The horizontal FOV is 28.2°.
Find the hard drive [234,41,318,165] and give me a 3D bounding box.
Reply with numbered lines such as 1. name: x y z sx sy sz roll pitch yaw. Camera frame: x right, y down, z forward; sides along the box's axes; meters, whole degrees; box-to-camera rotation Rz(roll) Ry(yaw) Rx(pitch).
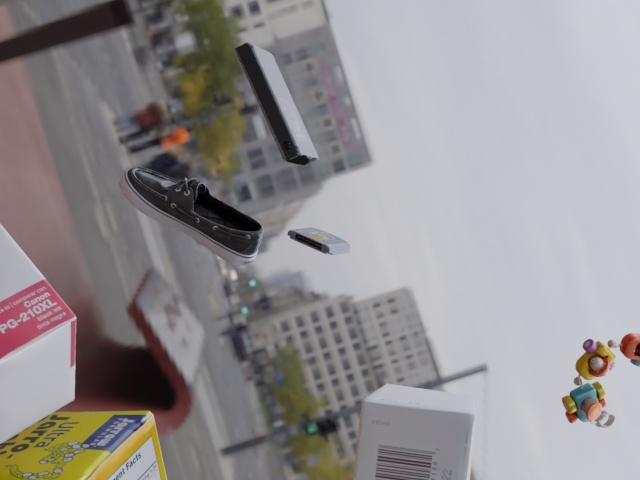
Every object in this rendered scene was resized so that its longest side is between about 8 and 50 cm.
1. hard drive: -0.047 -0.149 1.403 0.135 0.022 0.094 66 12 5

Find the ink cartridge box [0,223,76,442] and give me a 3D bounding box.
1. ink cartridge box: -0.354 0.061 1.293 0.237 0.100 0.172 47 -31 21

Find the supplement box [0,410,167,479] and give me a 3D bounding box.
1. supplement box: -0.290 0.406 1.530 0.194 0.195 0.357 -44 127 -64

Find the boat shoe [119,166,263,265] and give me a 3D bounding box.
1. boat shoe: -0.182 -0.051 1.831 0.076 0.228 0.080 -60 172 35

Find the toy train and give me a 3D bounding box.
1. toy train: 0.404 0.193 1.746 0.166 0.125 0.046 -69 -154 17

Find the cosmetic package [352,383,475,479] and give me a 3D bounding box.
1. cosmetic package: 0.146 0.348 1.929 0.453 0.161 0.230 26 70 -83

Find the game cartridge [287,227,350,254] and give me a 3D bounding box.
1. game cartridge: 0.000 0.000 1.837 0.083 0.056 0.017 23 -74 36
